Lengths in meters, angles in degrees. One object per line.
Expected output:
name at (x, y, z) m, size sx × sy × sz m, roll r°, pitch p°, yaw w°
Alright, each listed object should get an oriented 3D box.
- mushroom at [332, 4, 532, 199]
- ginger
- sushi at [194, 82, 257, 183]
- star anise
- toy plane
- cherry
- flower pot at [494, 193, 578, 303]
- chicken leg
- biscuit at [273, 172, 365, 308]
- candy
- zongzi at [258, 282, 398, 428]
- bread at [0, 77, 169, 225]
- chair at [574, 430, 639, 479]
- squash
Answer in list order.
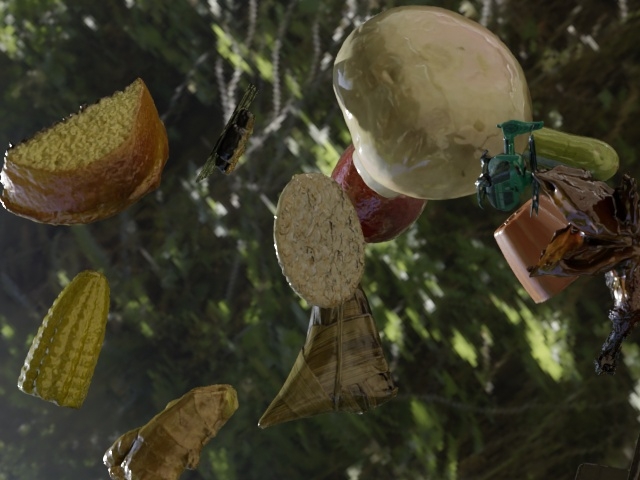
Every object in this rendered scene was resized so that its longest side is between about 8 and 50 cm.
mushroom at (0.164, -0.216, 1.960) m, size 0.353 × 0.353 × 0.325 m, roll 52°, pitch -159°, yaw 2°
ginger at (-0.194, 0.265, 1.517) m, size 0.081 × 0.205 × 0.115 m, roll 52°, pitch -170°, yaw -19°
sushi at (-0.141, -0.175, 2.006) m, size 0.040 × 0.193 × 0.210 m, roll 29°, pitch -174°, yaw -1°
star anise at (0.433, -0.003, 1.693) m, size 0.346 × 0.237 × 0.148 m, roll 26°, pitch -144°, yaw -39°
toy plane at (0.278, -0.104, 1.711) m, size 0.235 × 0.096 × 0.060 m, roll 73°, pitch -153°, yaw -56°
cherry at (0.126, -0.112, 2.345) m, size 0.206 × 0.239 × 0.239 m, roll 42°, pitch -159°, yaw -6°
flower pot at (0.457, 0.007, 2.372) m, size 0.173 × 0.190 × 0.190 m, roll 49°, pitch -160°, yaw -1°
chicken leg at (0.484, 0.095, 1.885) m, size 0.051 × 0.253 × 0.106 m, roll 8°, pitch 178°, yaw -25°
biscuit at (0.000, 0.000, 1.266) m, size 0.152 × 0.020 × 0.152 m, roll 14°, pitch -109°, yaw -49°
candy at (-0.352, 0.135, 1.646) m, size 0.094 × 0.199 × 0.106 m, roll 19°, pitch 180°, yaw -22°
zongzi at (-0.017, 0.229, 2.362) m, size 0.134 × 0.288 × 0.286 m, roll 108°, pitch 146°, yaw -70°
bread at (-0.299, -0.101, 1.581) m, size 0.134 × 0.260 × 0.129 m, roll 40°, pitch 153°, yaw 32°
chair at (0.616, 0.558, 2.433) m, size 0.416 × 0.240 × 0.203 m, roll 56°, pitch -133°, yaw -35°
squash at (0.415, -0.168, 2.101) m, size 0.250 × 0.083 × 0.083 m, roll 20°, pitch -163°, yaw 10°
